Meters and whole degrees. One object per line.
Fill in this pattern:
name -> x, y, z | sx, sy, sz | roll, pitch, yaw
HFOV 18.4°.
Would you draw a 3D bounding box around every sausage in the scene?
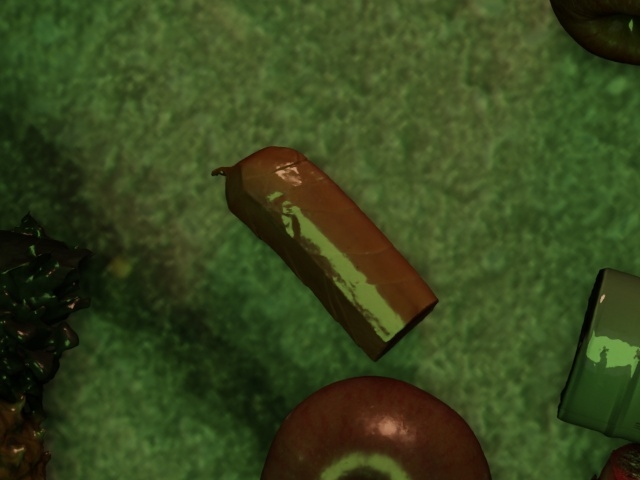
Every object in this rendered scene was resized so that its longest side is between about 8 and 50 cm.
sausage -> 0.001, 0.000, 1.312 | 0.065, 0.065, 0.169 | -43, 83, 3

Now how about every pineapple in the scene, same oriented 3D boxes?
pineapple -> -0.225, 0.111, 1.298 | 0.157, 0.158, 0.279 | 22, 78, 7

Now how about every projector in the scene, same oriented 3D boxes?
projector -> 0.323, 0.112, 1.245 | 0.337, 0.108, 0.108 | 16, 89, 7

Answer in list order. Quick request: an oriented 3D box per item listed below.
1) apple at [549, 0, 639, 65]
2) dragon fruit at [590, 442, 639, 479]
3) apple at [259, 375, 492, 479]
apple -> 0.206, -0.173, 1.266 | 0.126, 0.126, 0.102 | 16, 65, 7
dragon fruit -> 0.230, 0.210, 1.245 | 0.153, 0.153, 0.111 | 20, 107, 7
apple -> 0.033, 0.165, 1.269 | 0.153, 0.120, 0.153 | 0, 88, 6
